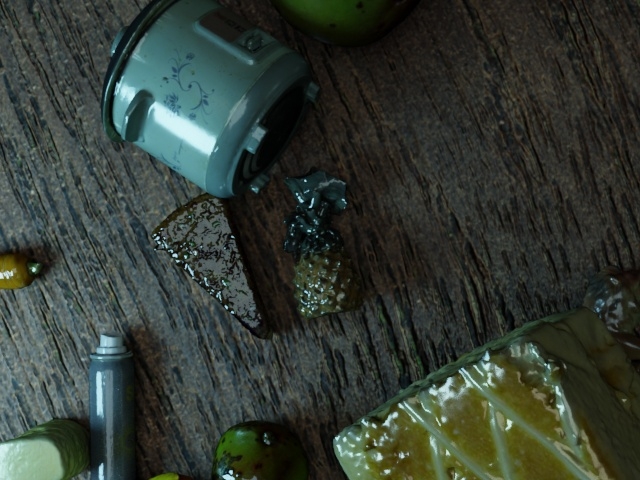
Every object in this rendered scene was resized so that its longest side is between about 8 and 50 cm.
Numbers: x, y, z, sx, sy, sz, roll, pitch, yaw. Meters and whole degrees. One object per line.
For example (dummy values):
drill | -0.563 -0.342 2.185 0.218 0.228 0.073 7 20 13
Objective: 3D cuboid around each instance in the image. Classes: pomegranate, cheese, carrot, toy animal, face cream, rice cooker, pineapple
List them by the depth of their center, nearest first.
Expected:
pomegranate | 0.021 -0.453 1.231 0.291 0.291 0.323 -42 86 4
rice cooker | -0.175 -0.223 1.252 0.317 0.316 0.264 29 136 5
toy animal | 0.407 0.172 1.289 0.312 0.097 0.157 -45 76 6
pomegranate | -0.095 0.372 1.309 0.159 0.159 0.205 6 120 6
pineapple | 0.000 0.000 1.320 0.119 0.111 0.237 -9 82 -24
cheese | -0.432 0.335 1.326 0.123 0.167 0.093 3 86 3
face cream | -0.334 0.291 1.363 0.073 0.073 0.283 -1 89 6
carrot | -0.581 0.049 1.400 0.257 0.061 0.061 1 90 9

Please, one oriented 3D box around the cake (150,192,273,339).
cake | -0.131 0.030 1.325 0.246 0.112 0.135 41 91 5

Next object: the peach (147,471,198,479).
peach | -0.242 0.438 1.262 0.267 0.154 0.158 -33 106 7

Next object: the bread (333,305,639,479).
bread | 0.281 0.318 1.149 0.371 0.279 0.390 -37 86 31
